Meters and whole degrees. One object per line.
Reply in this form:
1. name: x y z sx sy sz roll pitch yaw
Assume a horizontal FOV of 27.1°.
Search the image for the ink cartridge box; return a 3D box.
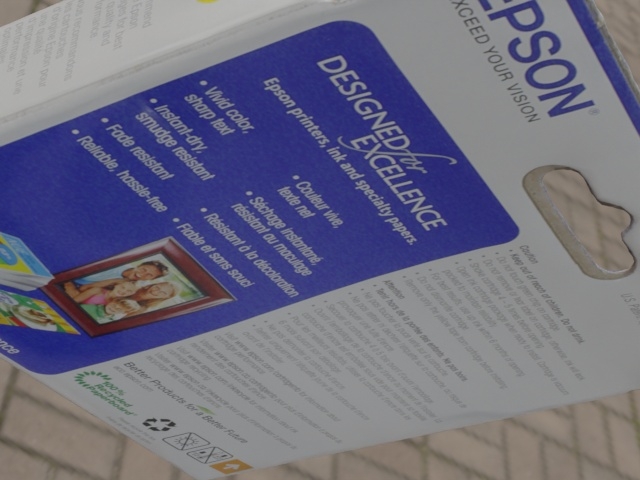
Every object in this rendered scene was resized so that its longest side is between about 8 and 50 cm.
1. ink cartridge box: 0.000 0.000 0.555 0.303 0.307 0.072 46 34 -48
